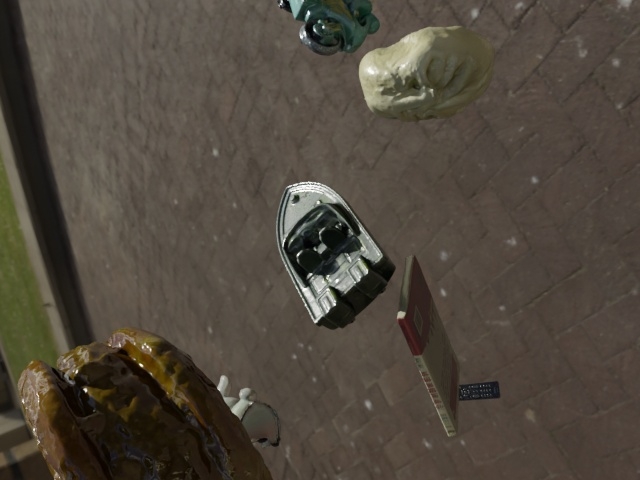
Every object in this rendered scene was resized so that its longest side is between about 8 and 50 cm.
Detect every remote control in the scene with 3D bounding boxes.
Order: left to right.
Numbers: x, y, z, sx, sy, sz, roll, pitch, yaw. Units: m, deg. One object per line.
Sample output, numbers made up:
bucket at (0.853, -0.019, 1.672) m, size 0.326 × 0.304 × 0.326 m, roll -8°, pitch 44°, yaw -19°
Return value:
remote control at (0.275, 0.272, 1.264) m, size 0.016 × 0.091 × 0.034 m, roll 39°, pitch -135°, yaw -75°

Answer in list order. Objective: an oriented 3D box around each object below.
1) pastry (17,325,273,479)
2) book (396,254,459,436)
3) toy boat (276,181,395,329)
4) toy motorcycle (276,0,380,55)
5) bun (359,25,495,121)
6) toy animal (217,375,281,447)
pastry at (-0.130, 0.183, 0.555) m, size 0.240 × 0.132 × 0.235 m, roll 63°, pitch 156°, yaw 3°
book at (0.167, 0.157, 1.067) m, size 0.022 × 0.162 × 0.232 m, roll -14°, pitch 118°, yaw 21°
toy boat at (0.000, 0.000, 1.088) m, size 0.141 × 0.092 × 0.319 m, roll -46°, pitch 38°, yaw 11°
toy motorcycle at (0.026, -0.482, 1.434) m, size 0.109 × 0.198 × 0.297 m, roll -54°, pitch 43°, yaw 47°
bun at (0.180, -0.269, 1.193) m, size 0.229 × 0.229 × 0.145 m, roll -24°, pitch 67°, yaw 61°
toy animal at (-0.113, 0.226, 0.891) m, size 0.124 × 0.071 × 0.085 m, roll -9°, pitch 101°, yaw 53°
